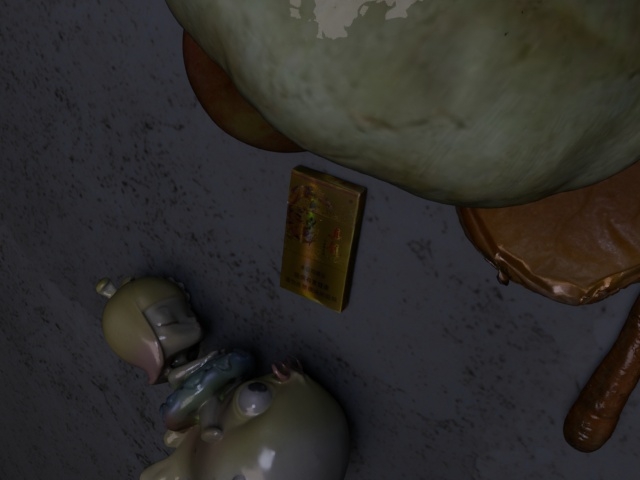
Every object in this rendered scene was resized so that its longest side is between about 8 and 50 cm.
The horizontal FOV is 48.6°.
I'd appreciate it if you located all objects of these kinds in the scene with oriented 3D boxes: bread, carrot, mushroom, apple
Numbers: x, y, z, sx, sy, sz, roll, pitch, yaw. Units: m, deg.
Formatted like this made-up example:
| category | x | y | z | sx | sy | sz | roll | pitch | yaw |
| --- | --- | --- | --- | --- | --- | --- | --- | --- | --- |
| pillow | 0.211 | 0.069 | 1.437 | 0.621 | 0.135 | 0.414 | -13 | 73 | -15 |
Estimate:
| category | x | y | z | sx | sy | sz | roll | pitch | yaw |
| --- | --- | --- | --- | --- | --- | --- | --- | --- | --- |
| bread | 0.215 | -0.052 | 0.588 | 0.199 | 0.104 | 0.199 | 15 | 125 | 22 |
| carrot | 0.281 | 0.129 | 0.675 | 0.047 | 0.047 | 0.191 | 25 | 124 | 18 |
| mushroom | 0.072 | -0.180 | 0.428 | 0.352 | 0.352 | 0.260 | 42 | 152 | 6 |
| apple | -0.027 | -0.170 | 0.620 | 0.173 | 0.188 | 0.188 | -12 | 108 | 52 |

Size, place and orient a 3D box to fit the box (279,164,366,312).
| category | x | y | z | sx | sy | sz | roll | pitch | yaw |
| --- | --- | --- | --- | --- | --- | --- | --- | --- | --- |
| box | 0.000 | 0.000 | 0.795 | 0.089 | 0.022 | 0.156 | 22 | 123 | 20 |

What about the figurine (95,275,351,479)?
| category | x | y | z | sx | sy | sz | roll | pitch | yaw |
| --- | --- | --- | --- | --- | --- | --- | --- | --- | --- |
| figurine | -0.157 | 0.202 | 0.882 | 0.274 | 0.226 | 0.394 | -46 | 75 | 12 |
